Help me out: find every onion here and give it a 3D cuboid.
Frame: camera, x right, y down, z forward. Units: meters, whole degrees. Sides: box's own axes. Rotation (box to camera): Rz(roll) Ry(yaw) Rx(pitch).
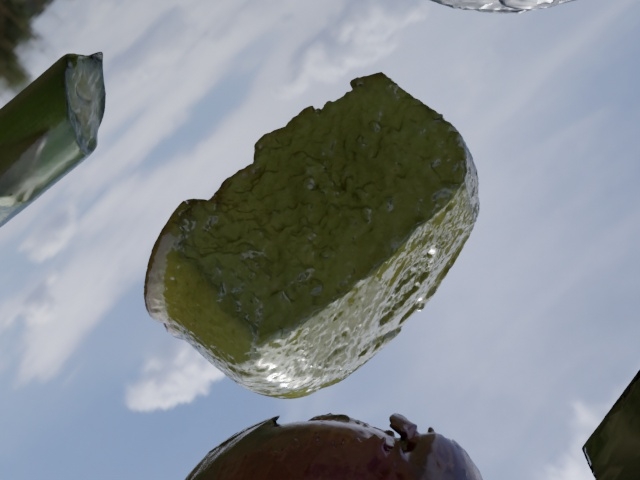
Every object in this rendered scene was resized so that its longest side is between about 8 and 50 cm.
[{"bbox_3d":[0.009,0.256,1.073,0.276,0.276,0.276,-42,-163,16],"label":"onion"}]

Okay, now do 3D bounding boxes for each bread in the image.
[{"bbox_3d":[-0.001,0.007,0.620,0.156,0.086,0.125,-40,153,-23],"label":"bread"}]

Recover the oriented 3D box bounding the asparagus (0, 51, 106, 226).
[{"bbox_3d":[-0.224,-0.017,0.830,0.278,0.060,0.067,-31,-135,26],"label":"asparagus"}]

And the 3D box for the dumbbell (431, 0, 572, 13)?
[{"bbox_3d":[0.101,-0.247,0.697,0.192,0.192,0.289,-27,-126,48],"label":"dumbbell"}]

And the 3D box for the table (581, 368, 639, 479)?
[{"bbox_3d":[0.312,0.106,0.598,0.250,0.282,0.196,-57,-170,14],"label":"table"}]
